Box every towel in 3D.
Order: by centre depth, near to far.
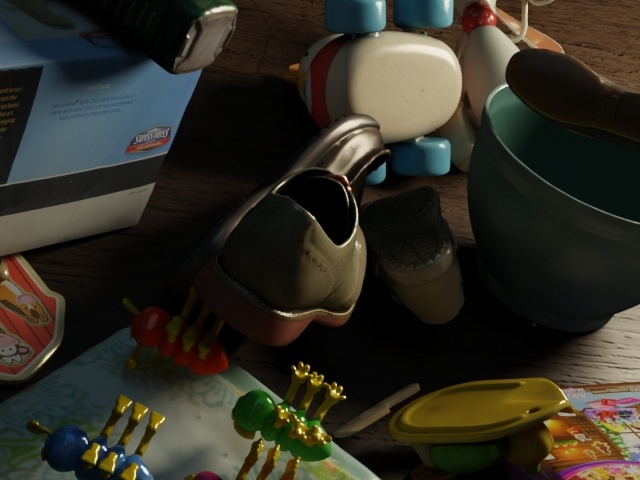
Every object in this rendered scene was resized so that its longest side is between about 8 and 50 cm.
[{"bbox_3d":[-0.107,0.230,1.276,0.374,0.090,0.320,33,33,19],"label":"towel"}]

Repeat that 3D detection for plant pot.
[{"bbox_3d":[0.287,-0.023,1.782,0.293,0.196,0.293,16,32,-10],"label":"plant pot"}]

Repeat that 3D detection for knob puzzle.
[{"bbox_3d":[-0.319,0.062,1.456,0.213,0.030,0.213,16,32,-10],"label":"knob puzzle"}]

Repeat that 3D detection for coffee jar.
[{"bbox_3d":[-0.175,-0.238,1.496,0.184,0.079,0.096,37,27,15],"label":"coffee jar"}]

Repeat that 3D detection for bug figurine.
[{"bbox_3d":[-0.099,0.148,1.257,0.216,0.072,0.279,29,29,1],"label":"bug figurine"}]

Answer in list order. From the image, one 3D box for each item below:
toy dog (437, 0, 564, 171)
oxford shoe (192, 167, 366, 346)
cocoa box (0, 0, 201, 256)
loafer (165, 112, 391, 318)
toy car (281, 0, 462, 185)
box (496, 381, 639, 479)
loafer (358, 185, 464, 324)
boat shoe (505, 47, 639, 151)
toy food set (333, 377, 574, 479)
[{"bbox_3d":[0.244,-0.213,2.068,0.220,0.161,0.333,-5,55,30],"label":"toy dog"},{"bbox_3d":[0.000,0.000,1.418,0.123,0.130,0.348,36,14,3],"label":"oxford shoe"},{"bbox_3d":[-0.324,-0.139,1.529,0.231,0.228,0.347,38,28,23],"label":"cocoa box"},{"bbox_3d":[-0.024,-0.010,1.673,0.130,0.134,0.366,48,44,-3],"label":"loafer"},{"bbox_3d":[0.028,-0.194,1.937,0.210,0.219,0.238,-10,15,-39],"label":"toy car"},{"bbox_3d":[0.322,0.203,1.515,0.293,0.057,0.201,-2,23,-20],"label":"box"},{"bbox_3d":[0.099,0.016,1.716,0.102,0.092,0.268,-16,20,5],"label":"loafer"},{"bbox_3d":[0.295,-0.147,1.733,0.207,0.073,0.073,25,-6,0],"label":"boat shoe"},{"bbox_3d":[0.136,0.184,1.463,0.218,0.071,0.128,-6,16,41],"label":"toy food set"}]
